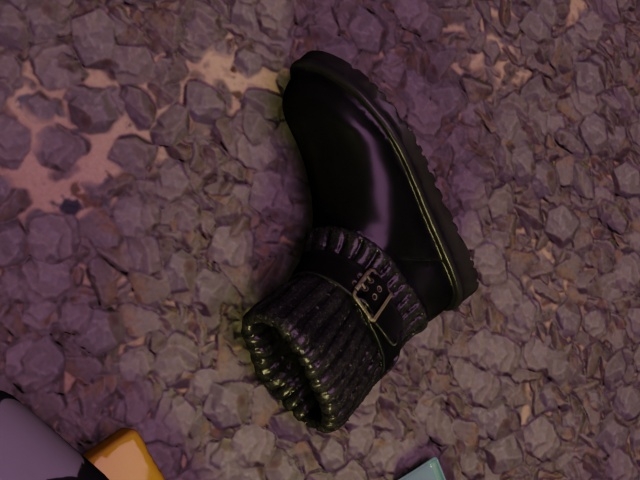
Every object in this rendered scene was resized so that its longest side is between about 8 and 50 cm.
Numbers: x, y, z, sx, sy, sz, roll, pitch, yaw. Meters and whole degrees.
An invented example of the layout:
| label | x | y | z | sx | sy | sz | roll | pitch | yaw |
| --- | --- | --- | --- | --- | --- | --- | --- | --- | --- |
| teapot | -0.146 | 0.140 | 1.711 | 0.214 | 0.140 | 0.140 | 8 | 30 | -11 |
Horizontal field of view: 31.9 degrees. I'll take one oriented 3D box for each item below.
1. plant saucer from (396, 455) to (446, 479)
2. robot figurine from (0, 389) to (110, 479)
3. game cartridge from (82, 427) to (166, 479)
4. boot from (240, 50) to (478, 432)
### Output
| label | x | y | z | sx | sy | sz | roll | pitch | yaw |
| --- | --- | --- | --- | --- | --- | --- | --- | --- | --- |
| plant saucer | 0.140 | 0.348 | 1.285 | 0.067 | 0.018 | 0.192 | -26 | 97 | -27 |
| robot figurine | -0.281 | 0.226 | 0.945 | 0.278 | 0.209 | 0.173 | 36 | 71 | 17 |
| game cartridge | -0.218 | 0.392 | 1.078 | 0.285 | 0.053 | 0.323 | -33 | 98 | -26 |
| boot | 0.003 | 0.001 | 1.179 | 0.260 | 0.131 | 0.348 | -37 | 103 | -25 |
